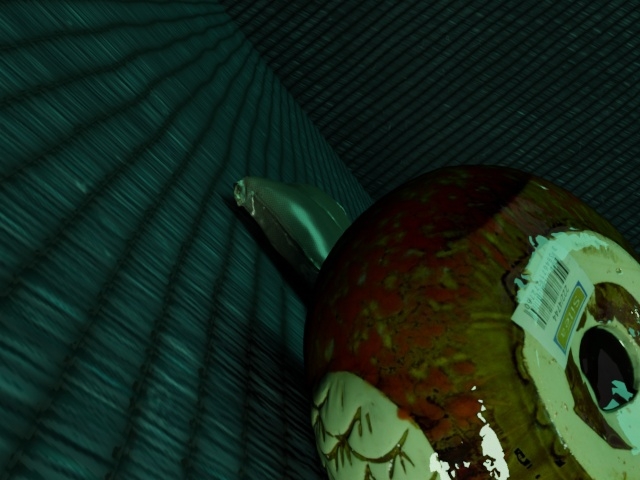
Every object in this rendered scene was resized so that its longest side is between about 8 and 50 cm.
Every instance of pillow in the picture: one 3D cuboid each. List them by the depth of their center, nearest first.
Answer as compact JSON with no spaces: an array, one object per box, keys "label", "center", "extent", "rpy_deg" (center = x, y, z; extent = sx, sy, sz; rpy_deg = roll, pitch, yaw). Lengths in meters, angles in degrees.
[{"label":"pillow","center":[0.000,0.000,0.782],"extent":[0.169,0.059,0.255],"rpy_deg":[56,7,2]}]

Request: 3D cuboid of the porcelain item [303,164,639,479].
[{"label":"porcelain item","center":[0.082,0.085,0.482],"extent":[0.253,0.253,0.253],"rpy_deg":[52,8,-10]}]
